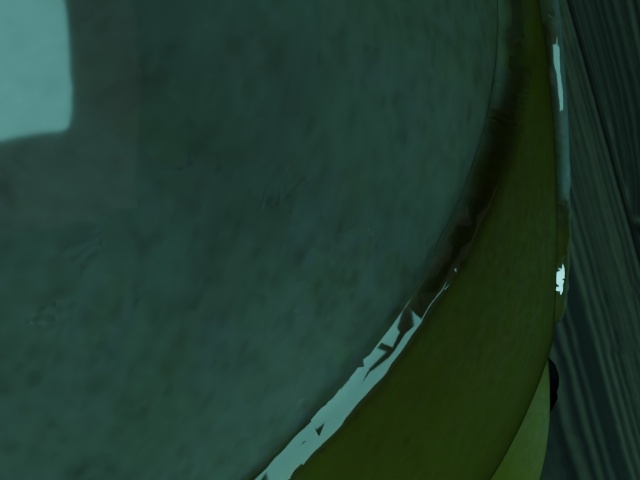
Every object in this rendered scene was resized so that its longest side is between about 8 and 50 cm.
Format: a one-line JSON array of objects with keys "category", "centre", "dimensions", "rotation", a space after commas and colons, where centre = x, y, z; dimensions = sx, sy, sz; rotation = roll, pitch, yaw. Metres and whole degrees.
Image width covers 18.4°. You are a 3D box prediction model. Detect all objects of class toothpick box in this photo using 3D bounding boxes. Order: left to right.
[{"category": "toothpick box", "centre": [-0.120, -0.029, 0.631], "dimensions": [0.425, 0.409, 0.409], "rotation": [16, 66, -58]}]

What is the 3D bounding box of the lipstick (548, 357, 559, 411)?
[{"category": "lipstick", "centre": [0.000, 0.000, 0.974], "dimensions": [0.300, 0.081, 0.081], "rotation": [43, 52, -20]}]
